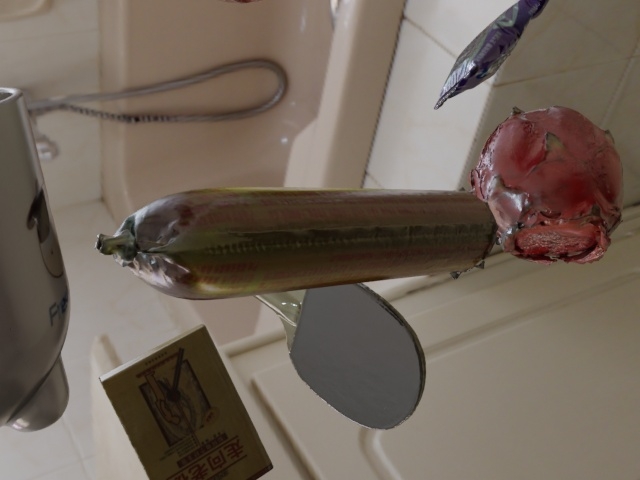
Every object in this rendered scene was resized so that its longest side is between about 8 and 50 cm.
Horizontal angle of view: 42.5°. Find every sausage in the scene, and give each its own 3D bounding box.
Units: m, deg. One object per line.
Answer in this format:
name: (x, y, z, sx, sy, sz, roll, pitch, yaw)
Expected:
sausage: (0.000, 0.000, 0.577, 0.082, 0.371, 0.082, 2, 93, 41)

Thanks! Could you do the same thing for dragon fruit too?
dragon fruit: (0.430, -0.102, 1.559, 0.296, 0.295, 0.302, 106, 169, -45)

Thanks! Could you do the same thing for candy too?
candy: (0.299, -0.336, 1.429, 0.070, 0.275, 0.145, 44, 156, 1)

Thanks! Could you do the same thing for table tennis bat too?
table tennis bat: (-0.004, 0.084, 0.786, 0.246, 0.022, 0.138, 33, 122, 29)

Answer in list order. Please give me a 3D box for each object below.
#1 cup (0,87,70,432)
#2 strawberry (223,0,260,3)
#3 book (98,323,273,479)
cup: (-0.184, 0.016, 0.355, 0.173, 0.134, 0.142, 19, 124, 53)
strawberry: (-0.153, -0.422, 1.157, 0.244, 0.205, 0.205, 37, 139, 19)
book: (-0.179, 0.251, 1.112, 0.231, 0.161, 0.026, 66, 159, -10)
